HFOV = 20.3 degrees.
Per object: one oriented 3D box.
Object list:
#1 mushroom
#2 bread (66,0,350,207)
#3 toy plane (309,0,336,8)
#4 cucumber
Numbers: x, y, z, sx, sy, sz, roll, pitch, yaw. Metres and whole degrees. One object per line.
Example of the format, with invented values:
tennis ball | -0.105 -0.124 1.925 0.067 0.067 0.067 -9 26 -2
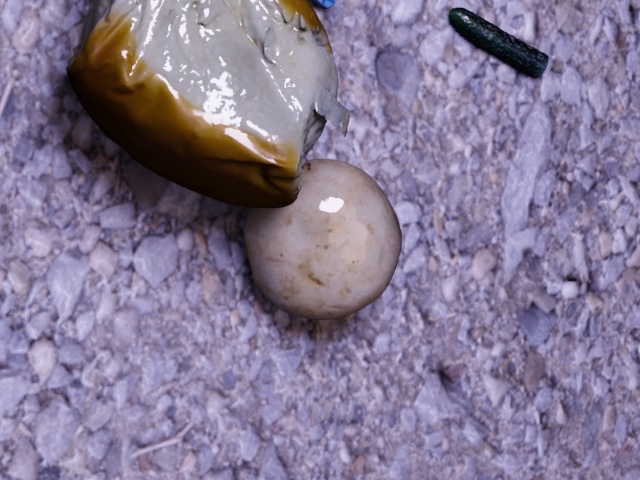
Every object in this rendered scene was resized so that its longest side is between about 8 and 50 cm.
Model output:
mushroom | 0.000 0.000 1.846 0.166 0.127 0.166 0 90 -3
bread | -0.105 -0.164 1.703 0.279 0.250 0.225 34 80 -8
toy plane | 0.003 -0.376 1.868 0.169 0.078 0.246 20 77 -25
cucumber | 0.194 -0.222 1.989 0.133 0.032 0.032 27 79 -25
